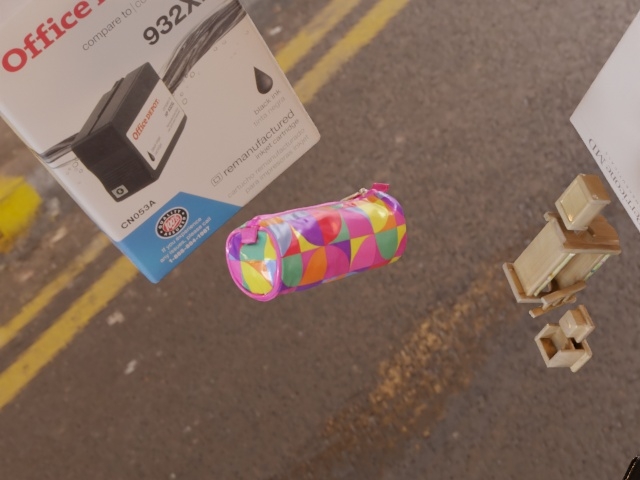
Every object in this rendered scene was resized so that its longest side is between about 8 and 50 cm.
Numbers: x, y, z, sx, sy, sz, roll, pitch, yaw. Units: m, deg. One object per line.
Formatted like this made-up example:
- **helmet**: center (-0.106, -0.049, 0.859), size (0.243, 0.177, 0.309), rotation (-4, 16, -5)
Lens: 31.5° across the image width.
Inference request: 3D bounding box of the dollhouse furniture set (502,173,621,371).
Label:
- **dollhouse furniture set**: center (0.331, 0.042, 1.364), size (0.101, 0.182, 0.161), rotation (2, 51, -28)

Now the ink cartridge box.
- **ink cartridge box**: center (-0.170, -0.147, 1.025), size (0.223, 0.307, 0.129), rotation (-41, 44, -8)

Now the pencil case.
- **pencil case**: center (0.000, 0.000, 1.349), size (0.104, 0.104, 0.236), rotation (7, 17, 42)

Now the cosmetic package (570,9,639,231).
- **cosmetic package**: center (0.512, -0.199, 1.503), size (0.161, 0.453, 0.230), rotation (-25, 73, -13)

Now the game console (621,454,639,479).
- **game console**: center (0.271, 0.265, 1.028), size (0.122, 0.071, 0.107), rotation (-58, -2, -16)
